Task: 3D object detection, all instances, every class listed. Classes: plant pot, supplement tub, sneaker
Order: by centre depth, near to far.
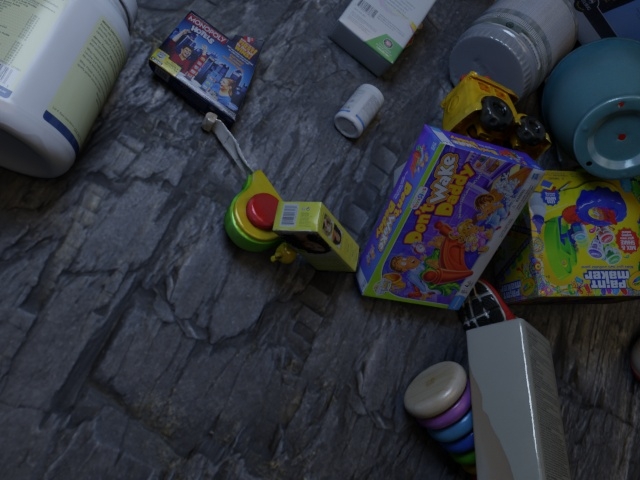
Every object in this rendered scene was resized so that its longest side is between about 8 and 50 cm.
[{"bbox_3d":[-0.452,-0.291,0.899,0.235,0.235,0.324,25,69,-16],"label":"supplement tub"},{"bbox_3d":[0.627,-0.263,1.205,0.272,0.272,0.255,38,37,-11],"label":"plant pot"},{"bbox_3d":[0.084,-0.281,1.223,0.071,0.071,0.107,42,65,-9],"label":"supplement tub"},{"bbox_3d":[0.409,0.198,1.249,0.118,0.107,0.279,-38,97,-45],"label":"sneaker"}]

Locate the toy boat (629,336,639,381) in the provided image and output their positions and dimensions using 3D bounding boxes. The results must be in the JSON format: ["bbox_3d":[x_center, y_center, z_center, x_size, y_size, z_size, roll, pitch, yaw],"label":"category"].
[{"bbox_3d":[0.885,0.298,1.410,0.231,0.151,0.151,-36,122,-26],"label":"toy boat"}]

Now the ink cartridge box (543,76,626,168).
[{"bbox_3d":[0.712,-0.340,1.426,0.060,0.239,0.275,28,55,-62],"label":"ink cartridge box"}]

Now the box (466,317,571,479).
[{"bbox_3d":[0.368,0.320,1.049,0.148,0.121,0.311,35,47,-37],"label":"box"}]

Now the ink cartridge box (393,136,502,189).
[{"bbox_3d":[0.267,-0.137,1.194,0.148,0.203,0.085,10,72,-22],"label":"ink cartridge box"}]

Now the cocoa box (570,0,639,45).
[{"bbox_3d":[0.806,-0.652,1.488,0.347,0.228,0.231,30,67,-34],"label":"cocoa box"}]

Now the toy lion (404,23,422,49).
[{"bbox_3d":[0.190,-0.513,1.349,0.096,0.034,0.100,-41,95,-18],"label":"toy lion"}]

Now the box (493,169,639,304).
[{"bbox_3d":[0.562,0.001,1.276,0.290,0.177,0.279,0,78,-11],"label":"box"}]

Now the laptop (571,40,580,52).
[{"bbox_3d":[0.615,-0.611,1.565,0.264,0.137,0.234,35,64,-41],"label":"laptop"}]

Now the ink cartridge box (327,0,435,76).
[{"bbox_3d":[0.142,-0.508,1.272,0.154,0.093,0.212,35,78,-10],"label":"ink cartridge box"}]

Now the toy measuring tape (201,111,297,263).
[{"bbox_3d":[-0.156,-0.088,1.053,0.121,0.121,0.330,-33,85,-26],"label":"toy measuring tape"}]

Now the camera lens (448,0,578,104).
[{"bbox_3d":[0.466,-0.467,1.349,0.219,0.219,0.274,48,64,-6],"label":"camera lens"}]

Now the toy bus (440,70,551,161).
[{"bbox_3d":[0.376,-0.277,1.240,0.220,0.149,0.211,17,56,-20],"label":"toy bus"}]

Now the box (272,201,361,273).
[{"bbox_3d":[0.000,0.000,1.034,0.232,0.087,0.058,43,53,-60],"label":"box"}]

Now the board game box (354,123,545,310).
[{"bbox_3d":[0.239,-0.029,1.097,0.233,0.347,0.078,10,32,-21],"label":"board game box"}]

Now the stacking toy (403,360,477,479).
[{"bbox_3d":[0.314,0.408,1.129,0.141,0.141,0.330,-42,100,-26],"label":"stacking toy"}]

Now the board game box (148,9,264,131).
[{"bbox_3d":[-0.207,-0.352,1.119,0.194,0.060,0.194,36,65,-12],"label":"board game box"}]

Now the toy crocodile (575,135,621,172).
[{"bbox_3d":[0.753,-0.305,1.506,0.115,0.105,0.340,37,60,-55],"label":"toy crocodile"}]
